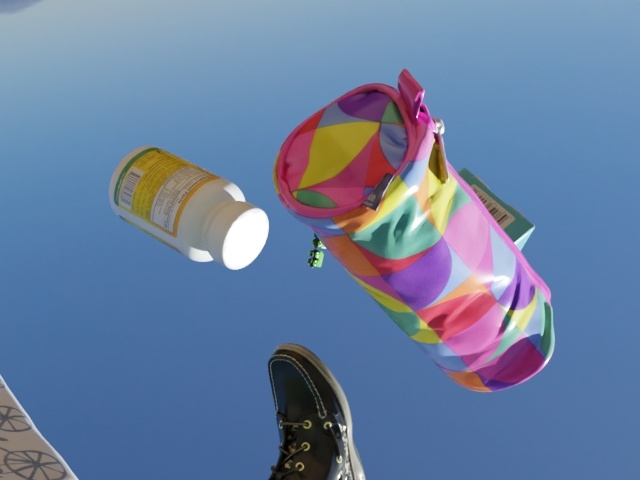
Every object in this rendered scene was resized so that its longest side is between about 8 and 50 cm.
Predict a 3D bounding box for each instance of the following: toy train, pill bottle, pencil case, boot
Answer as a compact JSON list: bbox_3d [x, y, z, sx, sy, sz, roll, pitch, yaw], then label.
[{"bbox_3d":[0.000,0.000,1.180,0.017,0.083,0.024,18,-173,38],"label":"toy train"},{"bbox_3d":[-0.176,-0.042,1.087,0.208,0.117,0.118,26,-141,30],"label":"pill bottle"},{"bbox_3d":[0.070,0.006,0.506,0.105,0.236,0.104,-20,-133,23],"label":"pencil case"},{"bbox_3d":[-0.037,0.258,0.935,0.085,0.236,0.179,-8,-162,37],"label":"boot"}]

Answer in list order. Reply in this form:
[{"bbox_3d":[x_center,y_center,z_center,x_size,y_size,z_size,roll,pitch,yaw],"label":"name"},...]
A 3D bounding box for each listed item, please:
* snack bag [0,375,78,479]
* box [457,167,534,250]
[{"bbox_3d":[-0.339,0.051,0.442,0.323,0.037,0.343,21,-178,-42],"label":"snack bag"},{"bbox_3d":[0.149,0.033,0.917,0.060,0.244,0.100,-36,-112,-26],"label":"box"}]
